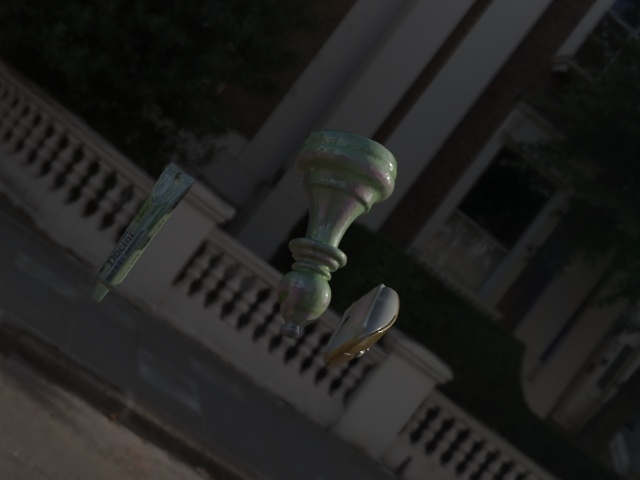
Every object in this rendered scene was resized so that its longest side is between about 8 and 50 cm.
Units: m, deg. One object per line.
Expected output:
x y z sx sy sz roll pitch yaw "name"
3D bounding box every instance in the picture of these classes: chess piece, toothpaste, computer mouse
0.000 0.000 1.243 0.139 0.272 0.139 18 -17 6 "chess piece"
-0.229 -0.007 1.194 0.048 0.197 0.029 28 -12 23 "toothpaste"
0.058 0.122 1.314 0.045 0.102 0.199 50 19 -6 "computer mouse"
